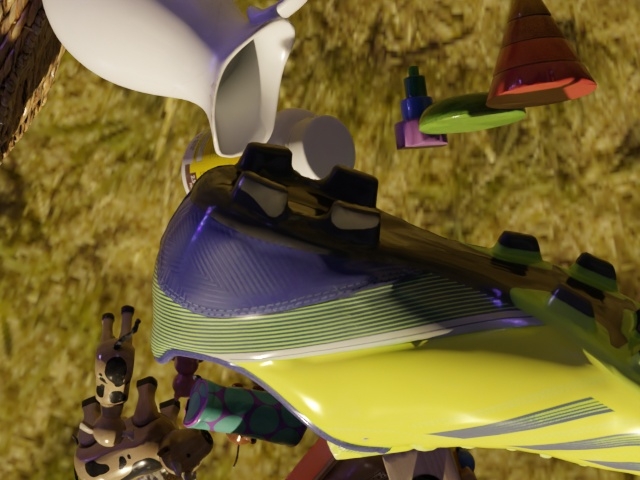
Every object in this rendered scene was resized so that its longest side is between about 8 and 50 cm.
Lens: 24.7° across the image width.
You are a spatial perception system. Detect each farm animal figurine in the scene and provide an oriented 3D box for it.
[{"bbox_3d":[-0.248,0.273,2.116,0.330,0.172,0.327,32,128,-32],"label":"farm animal figurine"}]

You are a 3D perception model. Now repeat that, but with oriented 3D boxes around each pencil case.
[{"bbox_3d":[-0.090,0.210,1.781,0.152,0.070,0.064,15,82,-25],"label":"pencil case"}]

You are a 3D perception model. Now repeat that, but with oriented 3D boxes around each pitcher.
[{"bbox_3d":[-0.106,-0.188,1.125,0.207,0.125,0.178,35,107,25],"label":"pitcher"}]

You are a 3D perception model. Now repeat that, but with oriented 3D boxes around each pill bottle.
[{"bbox_3d":[-0.060,-0.092,1.737,0.215,0.117,0.117,-9,130,48],"label":"pill bottle"}]

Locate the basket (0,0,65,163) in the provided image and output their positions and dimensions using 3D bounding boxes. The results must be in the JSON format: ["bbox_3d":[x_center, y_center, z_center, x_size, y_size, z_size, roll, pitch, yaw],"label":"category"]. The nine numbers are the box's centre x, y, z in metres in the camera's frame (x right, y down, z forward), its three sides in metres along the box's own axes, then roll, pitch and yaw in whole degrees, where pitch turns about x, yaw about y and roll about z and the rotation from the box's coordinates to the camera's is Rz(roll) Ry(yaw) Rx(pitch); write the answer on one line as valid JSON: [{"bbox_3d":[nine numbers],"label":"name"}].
[{"bbox_3d":[-0.388,-0.253,1.570,0.223,0.213,0.299,27,127,-5],"label":"basket"}]

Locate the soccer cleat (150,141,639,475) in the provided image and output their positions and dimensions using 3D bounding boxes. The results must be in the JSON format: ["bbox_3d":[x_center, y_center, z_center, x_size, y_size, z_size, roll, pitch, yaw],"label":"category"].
[{"bbox_3d":[0.062,0.056,0.653,0.289,0.093,0.121,22,111,-4],"label":"soccer cleat"}]

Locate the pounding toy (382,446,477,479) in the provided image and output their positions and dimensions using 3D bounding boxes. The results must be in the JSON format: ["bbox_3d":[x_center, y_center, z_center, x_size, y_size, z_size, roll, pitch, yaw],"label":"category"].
[{"bbox_3d":[0.137,0.270,1.517,0.100,0.141,0.130,-21,77,11],"label":"pounding toy"}]

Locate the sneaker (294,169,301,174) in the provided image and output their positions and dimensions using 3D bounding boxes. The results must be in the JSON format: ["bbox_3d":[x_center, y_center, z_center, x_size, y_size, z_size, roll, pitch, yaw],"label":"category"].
[{"bbox_3d":[-0.011,0.005,1.434,0.076,0.166,0.065,-34,144,-15],"label":"sneaker"}]

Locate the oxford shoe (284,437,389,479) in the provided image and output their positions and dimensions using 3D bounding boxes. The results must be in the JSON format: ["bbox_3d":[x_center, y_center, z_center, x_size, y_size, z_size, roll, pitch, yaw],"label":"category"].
[{"bbox_3d":[-0.035,0.398,1.760,0.133,0.130,0.363,35,82,14],"label":"oxford shoe"}]

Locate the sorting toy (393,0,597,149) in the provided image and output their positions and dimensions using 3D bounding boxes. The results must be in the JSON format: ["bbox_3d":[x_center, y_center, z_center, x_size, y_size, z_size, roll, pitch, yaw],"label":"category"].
[{"bbox_3d":[0.181,-0.198,1.701,0.127,0.365,0.126,-5,85,-24],"label":"sorting toy"}]
